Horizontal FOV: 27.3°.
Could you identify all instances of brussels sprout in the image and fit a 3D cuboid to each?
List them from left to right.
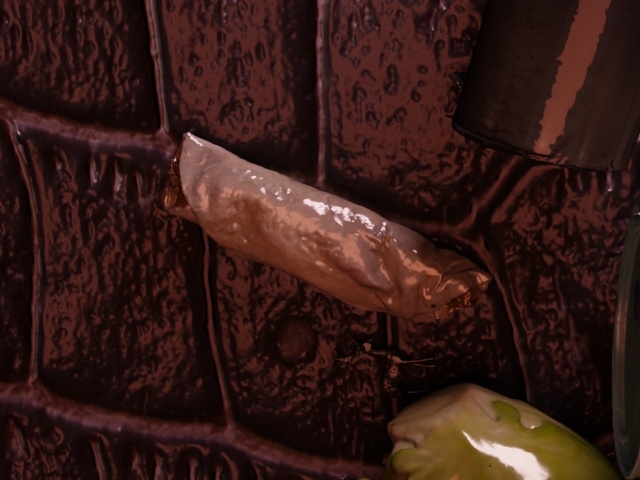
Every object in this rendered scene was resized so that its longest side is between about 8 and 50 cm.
[{"bbox_3d":[0.219,0.338,1.483,0.314,0.276,0.371,-15,104,25],"label":"brussels sprout"}]

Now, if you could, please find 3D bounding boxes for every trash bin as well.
[{"bbox_3d":[0.271,-0.233,1.357,0.252,0.203,0.302,30,111,39],"label":"trash bin"}]

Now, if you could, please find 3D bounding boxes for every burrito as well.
[{"bbox_3d":[0.000,0.000,1.514,0.392,0.076,0.117,24,112,1],"label":"burrito"}]

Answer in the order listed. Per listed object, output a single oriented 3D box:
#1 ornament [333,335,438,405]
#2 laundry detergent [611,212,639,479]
[{"bbox_3d":[0.074,0.154,1.569,0.125,0.028,0.073,13,105,0],"label":"ornament"},{"bbox_3d":[0.477,0.119,1.385,0.305,0.287,0.287,3,105,5],"label":"laundry detergent"}]
